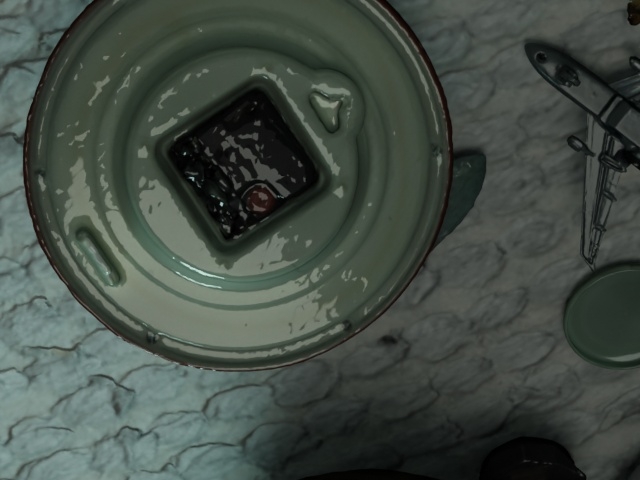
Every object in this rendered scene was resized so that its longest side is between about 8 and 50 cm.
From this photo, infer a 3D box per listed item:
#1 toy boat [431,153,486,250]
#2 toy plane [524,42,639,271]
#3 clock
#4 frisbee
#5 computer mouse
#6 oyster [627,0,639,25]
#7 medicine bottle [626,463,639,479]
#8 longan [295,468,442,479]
[{"bbox_3d":[0.000,0.000,1.503,0.282,0.096,0.206,-14,120,-9],"label":"toy boat"},{"bbox_3d":[0.250,-0.087,1.462,0.226,0.058,0.226,32,101,-22],"label":"toy plane"},{"bbox_3d":[-0.058,-0.059,1.379,0.318,0.080,0.318,-1,98,-5],"label":"clock"},{"bbox_3d":[0.260,0.064,1.590,0.110,0.014,0.110,-2,125,-2],"label":"frisbee"},{"bbox_3d":[0.186,0.224,1.673,0.099,0.057,0.172,-12,136,3],"label":"computer mouse"},{"bbox_3d":[0.260,-0.284,1.309,0.221,0.096,0.361,-30,121,22],"label":"oyster"},{"bbox_3d":[0.390,0.336,1.595,0.256,0.325,0.256,-2,126,-3],"label":"medicine bottle"},{"bbox_3d":[0.044,0.375,1.562,0.391,0.391,0.391,-1,124,-2],"label":"longan"}]
